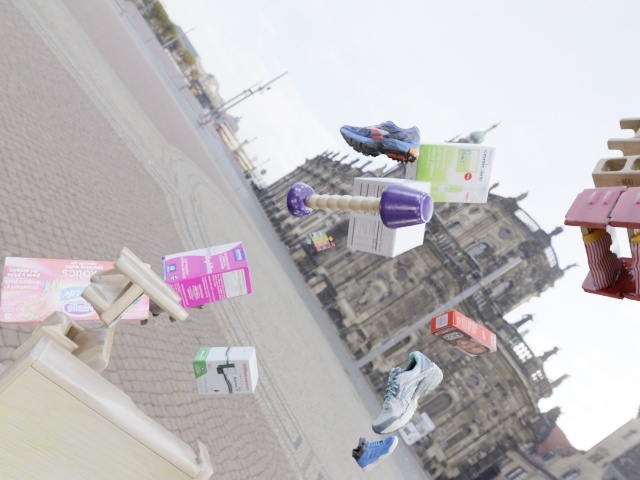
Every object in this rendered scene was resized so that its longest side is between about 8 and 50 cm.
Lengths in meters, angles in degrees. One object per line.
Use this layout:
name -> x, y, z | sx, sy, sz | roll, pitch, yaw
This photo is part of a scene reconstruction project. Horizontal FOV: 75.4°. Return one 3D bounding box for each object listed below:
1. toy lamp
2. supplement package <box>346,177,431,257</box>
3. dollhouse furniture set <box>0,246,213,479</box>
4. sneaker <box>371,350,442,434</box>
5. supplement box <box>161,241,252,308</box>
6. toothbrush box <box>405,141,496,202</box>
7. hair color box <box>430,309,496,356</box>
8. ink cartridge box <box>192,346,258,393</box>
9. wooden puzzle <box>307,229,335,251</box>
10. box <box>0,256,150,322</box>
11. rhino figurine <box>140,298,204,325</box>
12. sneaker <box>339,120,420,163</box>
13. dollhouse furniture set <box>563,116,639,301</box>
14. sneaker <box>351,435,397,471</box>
toy lamp -> 0.063, -0.066, 0.734 | 0.275, 0.080, 0.080 | 10, -37, 39
supplement package -> 0.210, -0.080, 1.232 | 0.262, 0.145, 0.203 | -14, 113, -59
dollhouse furniture set -> -0.342, 0.240, 0.622 | 0.256, 0.362, 0.394 | 49, -15, -19
sneaker -> 0.238, 0.456, 1.259 | 0.122, 0.283, 0.110 | 50, -24, -2
supplement box -> -0.308, 0.096, 1.132 | 0.111, 0.220, 0.113 | -117, -158, -46
toothbrush box -> 0.469, -0.252, 1.524 | 0.122, 0.283, 0.206 | -114, -154, -70
hair color box -> 0.332, 0.217, 0.960 | 0.141, 0.043, 0.072 | 30, -39, -19
ink cartridge box -> -0.342, 0.474, 1.510 | 0.087, 0.209, 0.153 | -85, 172, -70
wooden puzzle -> 0.000, 0.000, 1.051 | 0.006, 0.083, 0.049 | -41, -108, 47
box -> -0.587, 0.129, 1.004 | 0.154, 0.300, 0.142 | -22, -112, 51
rhino figurine -> -0.460, 0.193, 1.277 | 0.073, 0.243, 0.106 | -81, 159, -61
sneaker -> 0.149, -0.256, 1.031 | 0.221, 0.087, 0.083 | 20, -11, 23
dollhouse furniture set -> 0.657, -0.076, 0.841 | 0.152, 0.374, 0.201 | 7, -43, 52
sneaker -> 0.166, 0.652, 1.309 | 0.084, 0.152, 0.058 | 47, 9, 5
